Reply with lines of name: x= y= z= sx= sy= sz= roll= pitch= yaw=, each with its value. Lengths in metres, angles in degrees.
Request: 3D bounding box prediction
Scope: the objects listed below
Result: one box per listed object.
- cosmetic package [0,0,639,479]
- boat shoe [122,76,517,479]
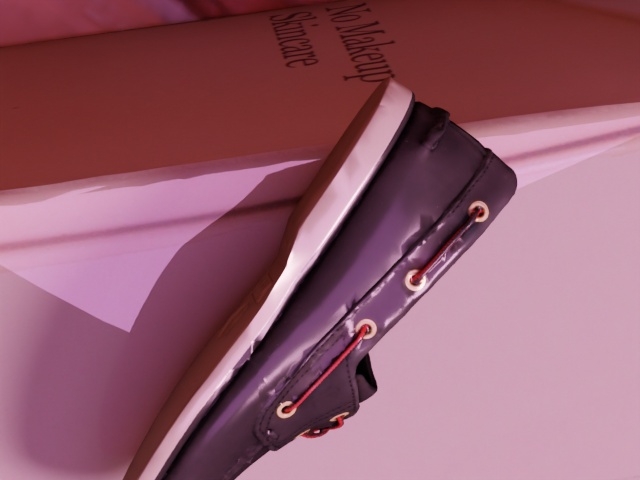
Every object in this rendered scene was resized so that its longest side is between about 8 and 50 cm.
cosmetic package: x=0.000 y=0.000 z=0.466 sx=0.309 sy=0.160 sz=0.113 roll=-10 pitch=112 yaw=-4
boat shoe: x=-0.006 y=0.027 z=0.364 sx=0.042 sy=0.049 sz=0.133 roll=35 pitch=98 yaw=-9
